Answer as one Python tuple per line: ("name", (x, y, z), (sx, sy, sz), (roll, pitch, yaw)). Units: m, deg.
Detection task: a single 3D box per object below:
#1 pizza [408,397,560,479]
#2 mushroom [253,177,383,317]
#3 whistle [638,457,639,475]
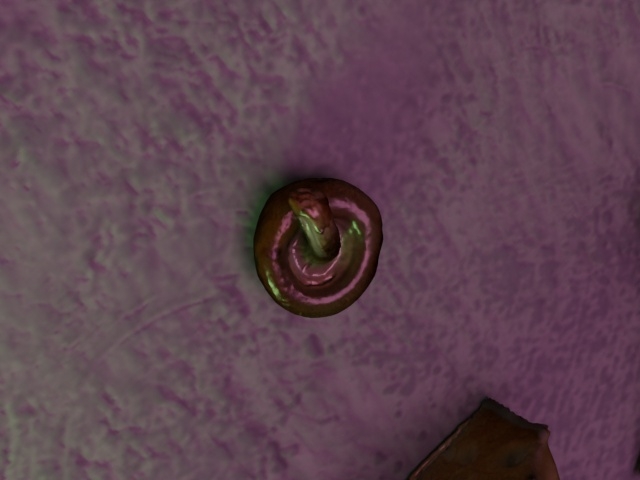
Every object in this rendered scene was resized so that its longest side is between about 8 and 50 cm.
("pizza", (0.118, 0.219, 0.780), (0.188, 0.204, 0.080), (-48, 110, -11))
("mushroom", (-0.003, -0.008, 0.706), (0.088, 0.072, 0.129), (-19, 149, -4))
("whistle", (0.352, 0.118, 0.827), (0.068, 0.057, 0.326), (10, 144, -16))
